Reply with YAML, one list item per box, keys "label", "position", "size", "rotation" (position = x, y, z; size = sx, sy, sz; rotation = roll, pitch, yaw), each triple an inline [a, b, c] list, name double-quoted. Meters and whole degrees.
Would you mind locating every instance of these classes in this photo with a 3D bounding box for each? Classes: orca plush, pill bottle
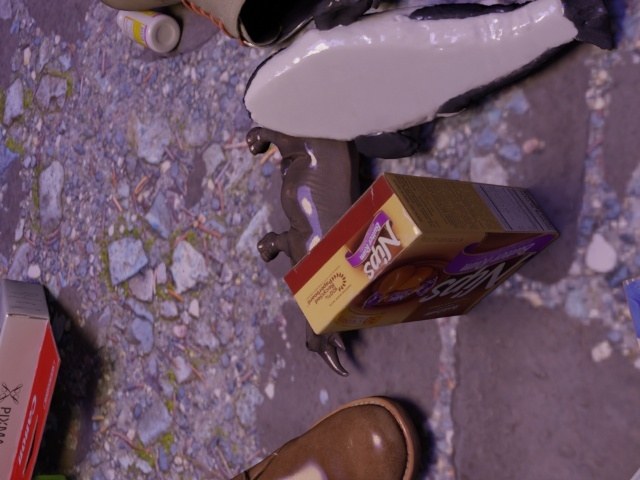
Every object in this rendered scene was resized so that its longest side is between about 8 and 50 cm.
- label: "orca plush"
  position: [0.076, -0.166, 0.676]
  size: [0.287, 0.151, 0.102]
  rotation: [-26, 31, 31]
- label: "pill bottle"
  position: [-0.201, -0.247, 0.979]
  size: [0.083, 0.043, 0.043]
  rotation: [32, 108, 40]

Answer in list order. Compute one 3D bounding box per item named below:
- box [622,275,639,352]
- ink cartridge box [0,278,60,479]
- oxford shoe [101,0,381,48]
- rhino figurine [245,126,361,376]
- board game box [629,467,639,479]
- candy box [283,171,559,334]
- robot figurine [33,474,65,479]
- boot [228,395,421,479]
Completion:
- label: "box"
  position: [0.247, 0.080, 0.535]
  size: [0.081, 0.028, 0.136]
  rotation: [-26, 64, 45]
- label: "ink cartridge box"
  position: [-0.396, 0.217, 1.066]
  size: [0.239, 0.060, 0.275]
  rotation: [40, 115, 62]
- label: "oxford shoe"
  position: [-0.102, -0.259, 0.825]
  size: [0.397, 0.141, 0.146]
  rotation: [0, 91, 44]
- label: "rhino figurine"
  position: [0.000, 0.000, 0.753]
  size: [0.106, 0.073, 0.243]
  rotation: [-19, 76, 44]
- label: "board game box"
  position: [0.313, 0.207, 0.345]
  size: [0.390, 0.050, 0.389]
  rotation: [51, 148, 33]
- label: "candy box"
  position: [0.077, 0.010, 0.600]
  size: [0.109, 0.187, 0.053]
  rotation: [-46, 61, 30]
- label: "robot figurine"
  position: [-0.346, 0.350, 1.055]
  size: [0.101, 0.067, 0.115]
  rotation: [35, 111, 50]
- label: "boot"
  position: [-0.039, 0.236, 0.745]
  size: [0.305, 0.115, 0.112]
  rotation: [-42, 58, 32]
